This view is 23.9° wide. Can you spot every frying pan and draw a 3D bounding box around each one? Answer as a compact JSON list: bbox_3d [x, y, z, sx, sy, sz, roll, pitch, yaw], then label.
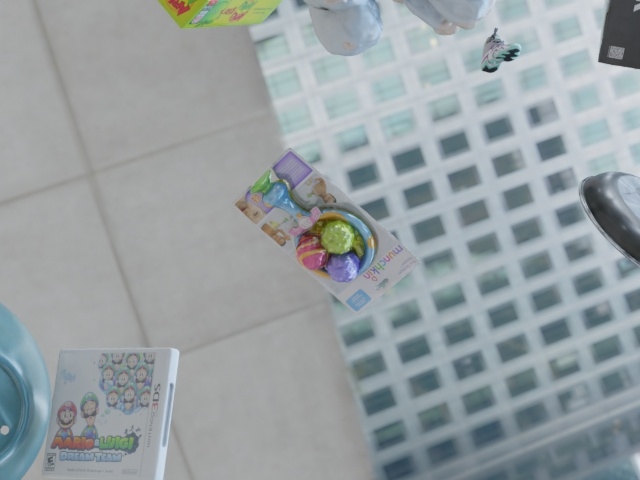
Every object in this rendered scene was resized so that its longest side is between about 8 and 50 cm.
[{"bbox_3d":[0.433,0.021,1.906,0.053,0.197,0.326,-53,-147,29],"label":"frying pan"}]

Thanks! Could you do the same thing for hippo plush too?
[{"bbox_3d":[0.094,-0.373,2.114,0.234,0.236,0.294,35,-29,41],"label":"hippo plush"}]

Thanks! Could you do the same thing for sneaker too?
[{"bbox_3d":[0.305,-0.335,2.578,0.098,0.038,0.069,-27,-125,53],"label":"sneaker"}]

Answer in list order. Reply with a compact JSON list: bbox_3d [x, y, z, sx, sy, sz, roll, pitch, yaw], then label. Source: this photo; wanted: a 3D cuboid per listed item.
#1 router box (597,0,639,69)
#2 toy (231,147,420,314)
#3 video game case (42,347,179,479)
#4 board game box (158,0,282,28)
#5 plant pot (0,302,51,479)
[{"bbox_3d":[0.388,-0.386,1.723,0.243,0.081,0.309,-72,170,-51],"label":"router box"},{"bbox_3d":[0.000,0.000,2.036,0.237,0.056,0.137,43,-56,-8],"label":"toy"},{"bbox_3d":[-0.227,0.187,1.630,0.019,0.157,0.143,27,64,-55],"label":"video game case"},{"bbox_3d":[-0.114,-0.264,1.526,0.092,0.043,0.181,51,24,8],"label":"board game box"},{"bbox_3d":[-0.420,0.182,1.681,0.195,0.290,0.290,-5,-75,60],"label":"plant pot"}]
